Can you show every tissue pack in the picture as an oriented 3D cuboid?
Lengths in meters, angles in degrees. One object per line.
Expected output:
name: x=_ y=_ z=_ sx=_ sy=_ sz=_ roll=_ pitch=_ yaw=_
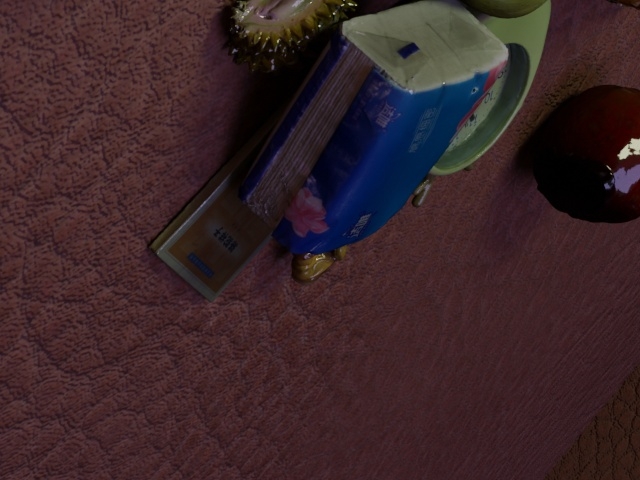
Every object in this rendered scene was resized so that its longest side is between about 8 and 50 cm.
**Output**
tissue pack: x=0.057 y=-0.120 z=1.299 sx=0.209 sy=0.137 sz=0.269 roll=-22 pitch=157 yaw=-45

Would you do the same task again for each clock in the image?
clock: x=0.168 y=-0.185 z=1.513 sx=0.235 sy=0.096 sz=0.308 roll=-32 pitch=146 yaw=-32

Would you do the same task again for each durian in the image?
durian: x=0.005 y=-0.250 z=1.227 sx=0.224 sy=0.078 sz=0.140 roll=-48 pitch=152 yaw=0

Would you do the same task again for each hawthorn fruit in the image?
hawthorn fruit: x=0.446 y=-0.146 z=1.844 sx=0.249 sy=0.215 sz=0.215 roll=-57 pitch=152 yaw=-6

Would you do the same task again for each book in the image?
book: x=-0.081 y=-0.045 z=1.406 sx=0.241 sy=0.018 sz=0.170 roll=-48 pitch=151 yaw=-5

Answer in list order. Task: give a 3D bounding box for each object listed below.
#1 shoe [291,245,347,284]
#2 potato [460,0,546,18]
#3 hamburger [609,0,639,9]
shoe: x=0.001 y=0.003 z=1.520 sx=0.109 sy=0.072 sz=0.069 roll=-41 pitch=155 yaw=-17
potato: x=0.173 y=-0.332 z=1.278 sx=0.143 sy=0.169 sz=0.248 roll=-27 pitch=147 yaw=21
hamburger: x=0.451 y=-0.377 z=1.505 sx=0.300 sy=0.300 sz=0.176 roll=-17 pitch=121 yaw=-45
